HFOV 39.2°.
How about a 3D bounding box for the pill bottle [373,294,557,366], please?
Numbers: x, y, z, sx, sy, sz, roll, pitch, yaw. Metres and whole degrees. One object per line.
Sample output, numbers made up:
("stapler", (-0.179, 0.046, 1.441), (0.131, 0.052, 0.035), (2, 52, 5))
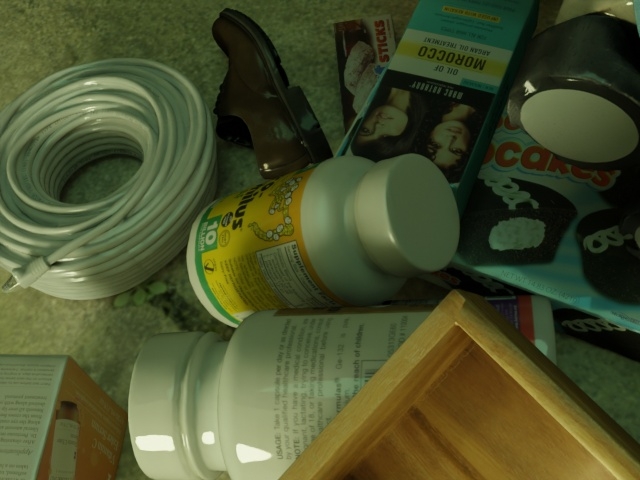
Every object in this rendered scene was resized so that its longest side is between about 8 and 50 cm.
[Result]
("pill bottle", (0.085, 0.100, 0.709), (0.194, 0.108, 0.108), (-3, 58, 12))

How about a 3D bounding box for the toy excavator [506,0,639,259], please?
("toy excavator", (0.414, -0.095, 0.561), (0.445, 0.433, 0.222), (-8, 50, 55))

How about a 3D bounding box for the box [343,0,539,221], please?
("box", (0.110, -0.135, 0.785), (0.101, 0.060, 0.244), (16, 61, 17))

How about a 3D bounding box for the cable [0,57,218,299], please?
("cable", (-0.223, -0.065, 0.898), (0.257, 0.089, 0.257), (-19, 56, 0))

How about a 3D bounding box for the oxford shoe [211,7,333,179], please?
("oxford shoe", (-0.076, -0.155, 0.924), (0.096, 0.083, 0.227), (-28, 55, 0))

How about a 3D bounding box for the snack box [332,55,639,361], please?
("snack box", (0.170, -0.036, 0.790), (0.322, 0.060, 0.187), (20, 65, 19))

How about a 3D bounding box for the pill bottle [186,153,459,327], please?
("pill bottle", (0.000, 0.000, 0.708), (0.208, 0.117, 0.117), (-15, 49, 43))

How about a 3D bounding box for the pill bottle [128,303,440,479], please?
("pill bottle", (-0.003, 0.110, 0.605), (0.229, 0.131, 0.131), (-3, 58, 13))

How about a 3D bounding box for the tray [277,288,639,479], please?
("tray", (0.149, 0.236, 0.420), (0.203, 0.076, 0.411), (-49, 66, 11))

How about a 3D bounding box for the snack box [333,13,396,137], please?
("snack box", (0.052, -0.160, 0.929), (0.064, 0.022, 0.178), (-8, 58, 5))

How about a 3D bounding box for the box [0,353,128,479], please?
("box", (-0.233, 0.193, 0.713), (0.091, 0.130, 0.170), (-1, 59, 12))
